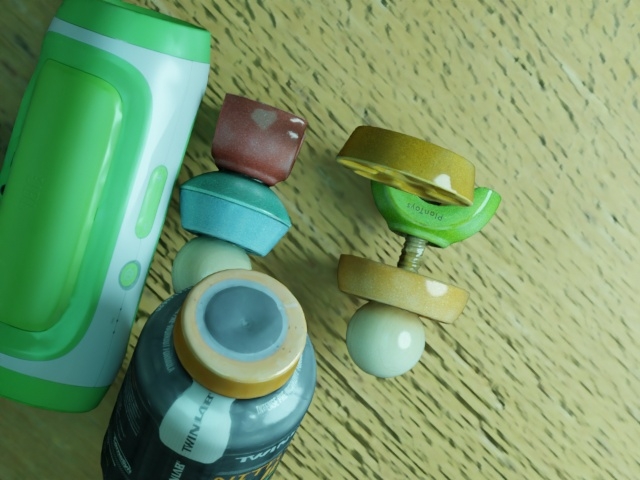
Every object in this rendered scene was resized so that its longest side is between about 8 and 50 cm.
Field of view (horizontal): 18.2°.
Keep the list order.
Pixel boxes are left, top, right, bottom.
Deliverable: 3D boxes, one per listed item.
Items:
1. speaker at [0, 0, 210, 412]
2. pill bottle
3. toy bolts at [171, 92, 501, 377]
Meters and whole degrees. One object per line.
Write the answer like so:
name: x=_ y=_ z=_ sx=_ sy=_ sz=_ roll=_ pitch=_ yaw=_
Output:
speaker: x=-0.175 y=-0.029 z=1.481 sx=0.131 sy=0.131 sz=0.296 roll=17 pitch=97 yaw=-3
pill bottle: x=-0.078 y=0.114 z=1.431 sx=0.130 sy=0.245 sz=0.130 roll=7 pitch=59 yaw=-11
toy bolts: x=0.000 y=0.000 z=1.450 sx=0.228 sy=0.218 sz=0.158 roll=18 pitch=85 yaw=6
